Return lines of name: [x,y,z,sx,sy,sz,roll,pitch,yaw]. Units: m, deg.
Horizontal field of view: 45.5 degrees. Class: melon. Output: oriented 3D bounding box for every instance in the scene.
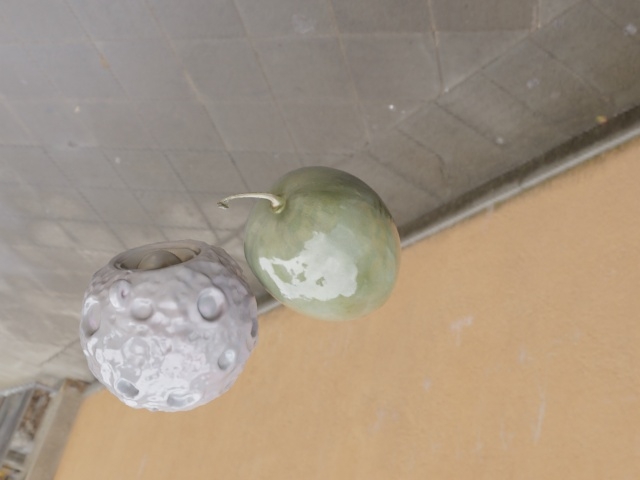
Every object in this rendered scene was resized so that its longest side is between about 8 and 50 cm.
melon: [0.008,0.008,1.297,0.272,0.271,0.308,4,159,19]

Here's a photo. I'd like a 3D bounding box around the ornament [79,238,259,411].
ornament: [-0.283,0.166,1.441,0.337,0.337,0.337,11,151,6]
